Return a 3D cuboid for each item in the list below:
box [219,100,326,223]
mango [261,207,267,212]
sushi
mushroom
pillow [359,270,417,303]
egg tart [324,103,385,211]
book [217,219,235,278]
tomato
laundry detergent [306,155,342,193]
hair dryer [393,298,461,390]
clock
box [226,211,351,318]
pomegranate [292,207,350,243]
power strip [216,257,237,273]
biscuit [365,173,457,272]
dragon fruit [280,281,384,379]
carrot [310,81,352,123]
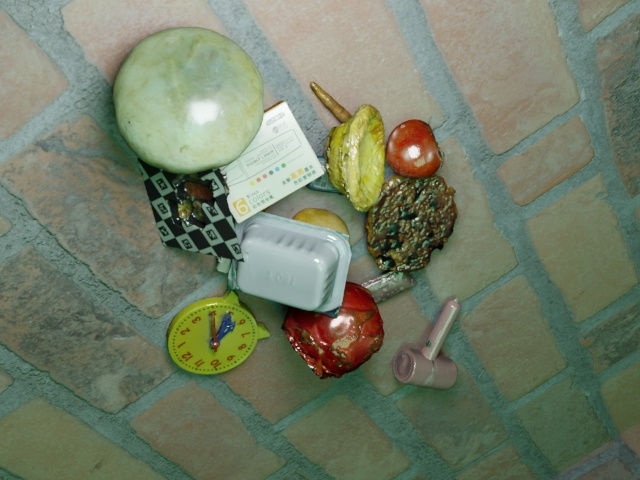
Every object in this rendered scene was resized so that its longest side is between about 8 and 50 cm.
[{"bbox_3d":[-0.155,-0.202,1.599,0.273,0.091,0.221,-32,106,2],"label":"box"},{"bbox_3d":[-0.183,-0.123,1.694,0.078,0.057,0.114,-25,116,6],"label":"mango"},{"bbox_3d":[-0.320,-0.094,1.589,0.059,0.293,0.292,-46,138,-43],"label":"sushi"},{"bbox_3d":[-0.295,-0.315,1.407,0.351,0.353,0.260,-4,165,-16],"label":"mushroom"},{"bbox_3d":[0.219,0.149,2.005,0.184,0.043,0.118,-29,128,1],"label":"pillow"},{"bbox_3d":[0.089,-0.217,1.610,0.123,0.294,0.294,5,126,20],"label":"egg tart"},{"bbox_3d":[-0.241,0.021,1.787,0.127,0.014,0.182,-20,125,-5],"label":"book"},{"bbox_3d":[0.256,-0.242,1.708,0.167,0.167,0.167,-9,123,-14],"label":"tomato"},{"bbox_3d":[0.061,-0.174,1.731,0.206,0.061,0.097,9,86,-23],"label":"laundry detergent"},{"bbox_3d":[0.421,0.360,2.171,0.210,0.125,0.353,17,107,-28],"label":"hair dryer"},{"bbox_3d":[-0.322,0.300,1.898,0.293,0.071,0.277,-37,125,6],"label":"clock"},{"bbox_3d":[-0.099,0.079,1.670,0.336,0.106,0.264,14,116,11],"label":"box"},{"bbox_3d":[0.000,0.000,1.766,0.196,0.196,0.196,-9,123,-14],"label":"pomegranate"},{"bbox_3d":[-0.209,0.072,1.800,0.192,0.035,0.082,18,113,-27],"label":"power strip"},{"bbox_3d":[0.269,-0.059,1.872,0.289,0.081,0.334,-1,117,-17],"label":"biscuit"},{"bbox_3d":[0.042,0.269,1.867,0.301,0.296,0.296,-20,125,-8],"label":"dragon fruit"},{"bbox_3d":[0.027,-0.359,1.629,0.035,0.036,0.165,-45,123,11],"label":"carrot"}]
